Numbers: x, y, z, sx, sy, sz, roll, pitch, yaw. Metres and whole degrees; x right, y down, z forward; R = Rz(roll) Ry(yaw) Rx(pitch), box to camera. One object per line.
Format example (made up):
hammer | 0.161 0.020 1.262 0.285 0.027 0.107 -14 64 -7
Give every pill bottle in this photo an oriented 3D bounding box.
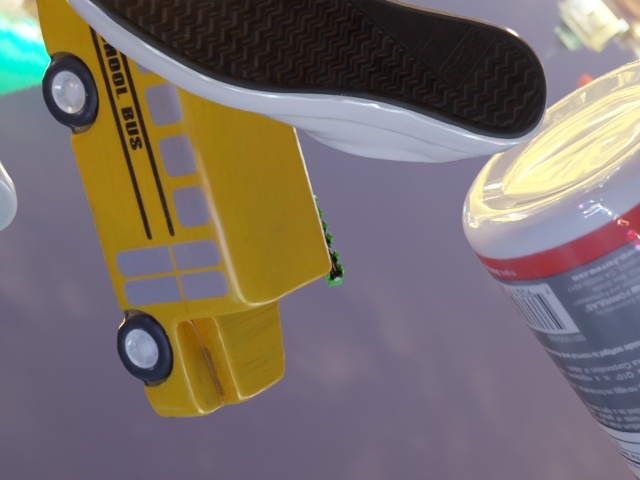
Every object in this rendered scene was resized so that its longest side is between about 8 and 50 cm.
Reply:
pill bottle | 0.279 0.066 1.047 0.363 0.210 0.210 53 -157 -17

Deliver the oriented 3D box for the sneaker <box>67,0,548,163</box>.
sneaker | -0.023 -0.103 0.845 0.290 0.123 0.105 21 -107 -18

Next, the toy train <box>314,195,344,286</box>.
toy train | 0.000 0.000 1.189 0.023 0.017 0.083 96 156 -58

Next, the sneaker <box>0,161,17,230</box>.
sneaker | -0.302 -0.097 1.231 0.217 0.079 0.121 88 174 -65

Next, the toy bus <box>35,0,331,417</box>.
toy bus | -0.087 -0.054 0.988 0.108 0.130 0.332 -25 -77 -53
